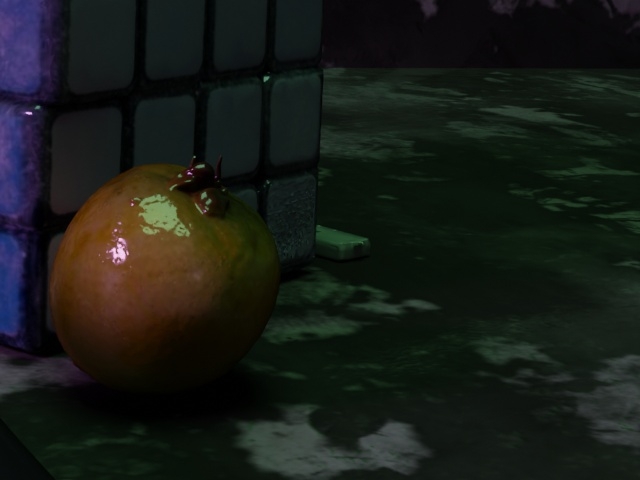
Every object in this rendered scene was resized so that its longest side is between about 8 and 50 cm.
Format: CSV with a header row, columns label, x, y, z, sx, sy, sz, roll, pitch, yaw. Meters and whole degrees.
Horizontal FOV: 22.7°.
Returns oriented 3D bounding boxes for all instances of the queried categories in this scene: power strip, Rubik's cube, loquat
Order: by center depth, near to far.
label,x,y,z,sx,sy,sz,roll,pitch,yaw
loquat,-0.095,0.023,0.975,0.137,0.163,0.163,37,20,7
Rubik's cube,-0.218,-0.137,1.204,0.344,0.337,0.344,10,15,32
power strip,0.000,0.000,1.361,0.090,0.016,0.040,15,17,39

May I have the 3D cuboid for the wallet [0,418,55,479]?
label,x,y,z,sx,sy,sz,roll,pitch,yaw
wallet,-0.276,0.045,0.650,0.406,0.062,0.228,44,32,26
